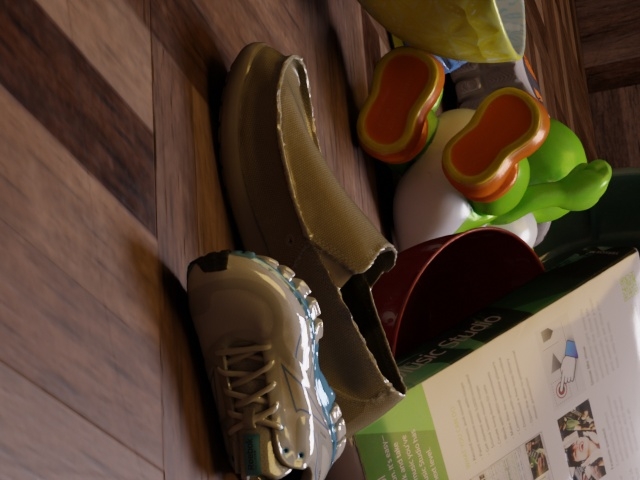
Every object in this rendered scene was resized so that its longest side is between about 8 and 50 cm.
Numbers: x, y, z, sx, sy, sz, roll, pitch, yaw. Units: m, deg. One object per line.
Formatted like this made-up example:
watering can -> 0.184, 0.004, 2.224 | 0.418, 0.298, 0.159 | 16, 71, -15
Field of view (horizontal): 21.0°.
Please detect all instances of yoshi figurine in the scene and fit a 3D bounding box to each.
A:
yoshi figurine -> 0.162, -0.080, 1.622 | 0.362, 0.203, 0.203 | 51, 25, -68

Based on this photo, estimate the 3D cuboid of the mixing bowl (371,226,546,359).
mixing bowl -> 0.084, 0.074, 1.317 | 0.181, 0.098, 0.181 | -9, 103, -43

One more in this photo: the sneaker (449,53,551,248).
sneaker -> 0.222, -0.130, 2.012 | 0.180, 0.125, 0.321 | 34, 47, -69

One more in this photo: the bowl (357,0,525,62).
bowl -> 0.067, -0.278, 1.452 | 0.289, 0.156, 0.289 | -11, 90, -76

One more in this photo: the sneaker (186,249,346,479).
sneaker -> -0.031, 0.090, 0.987 | 0.083, 0.071, 0.190 | -75, 151, -48

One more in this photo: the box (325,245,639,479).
box -> 0.142, 0.168, 1.269 | 0.322, 0.058, 0.232 | -27, 108, -39

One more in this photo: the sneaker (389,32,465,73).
sneaker -> 0.098, -0.267, 1.724 | 0.069, 0.082, 0.209 | -48, 124, -70

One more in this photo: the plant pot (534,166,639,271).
plant pot -> 0.372, 0.143, 2.053 | 0.341, 0.341, 0.334 | -78, 162, -56

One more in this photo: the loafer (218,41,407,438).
loafer -> 0.000, 0.000, 1.117 | 0.102, 0.092, 0.268 | 3, 76, -75
